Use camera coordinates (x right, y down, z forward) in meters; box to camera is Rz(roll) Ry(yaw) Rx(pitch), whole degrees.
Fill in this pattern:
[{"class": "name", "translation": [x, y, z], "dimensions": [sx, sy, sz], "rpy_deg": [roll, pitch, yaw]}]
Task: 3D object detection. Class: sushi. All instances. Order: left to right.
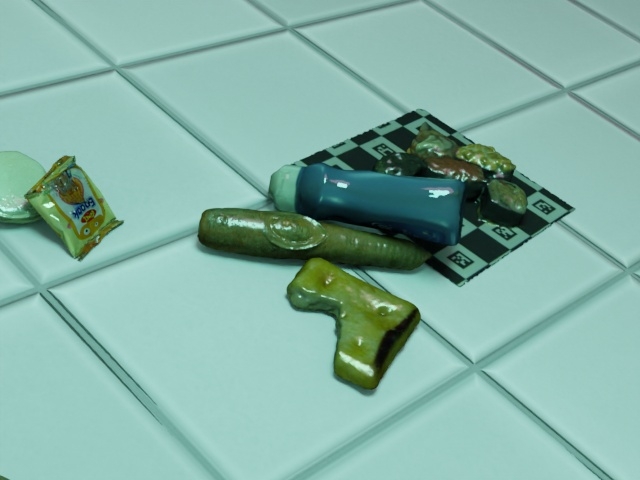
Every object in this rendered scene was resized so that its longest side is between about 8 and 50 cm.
[{"class": "sushi", "translation": [0.195, -0.108, 1.674], "dimensions": [0.343, 0.064, 0.359], "rpy_deg": [37, 42, 25]}]

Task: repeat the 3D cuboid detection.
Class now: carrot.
[{"class": "carrot", "translation": [0.000, 0.001, 1.458], "dimensions": [0.342, 0.070, 0.070], "rpy_deg": [7, 38, -14]}]

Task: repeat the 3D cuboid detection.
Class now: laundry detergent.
[{"class": "laundry detergent", "translation": [0.060, -0.056, 1.498], "dimensions": [0.290, 0.094, 0.143], "rpy_deg": [7, -2, 12]}]

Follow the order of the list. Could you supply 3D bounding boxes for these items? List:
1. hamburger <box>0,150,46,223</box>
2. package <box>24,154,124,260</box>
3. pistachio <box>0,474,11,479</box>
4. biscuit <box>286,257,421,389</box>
[{"class": "hamburger", "translation": [-0.397, -0.066, 1.401], "dimensions": [0.084, 0.054, 0.121], "rpy_deg": [3, 41, -25]}, {"class": "package", "translation": [-0.325, -0.045, 1.384], "dimensions": [0.120, 0.031, 0.108], "rpy_deg": [54, 38, -13]}, {"class": "pistachio", "translation": [-0.322, 0.295, 0.903], "dimensions": [0.144, 0.144, 0.215], "rpy_deg": [27, 43, 13]}, {"class": "biscuit", "translation": [0.027, 0.101, 1.364], "dimensions": [0.183, 0.039, 0.174], "rpy_deg": [28, 40, 15]}]
